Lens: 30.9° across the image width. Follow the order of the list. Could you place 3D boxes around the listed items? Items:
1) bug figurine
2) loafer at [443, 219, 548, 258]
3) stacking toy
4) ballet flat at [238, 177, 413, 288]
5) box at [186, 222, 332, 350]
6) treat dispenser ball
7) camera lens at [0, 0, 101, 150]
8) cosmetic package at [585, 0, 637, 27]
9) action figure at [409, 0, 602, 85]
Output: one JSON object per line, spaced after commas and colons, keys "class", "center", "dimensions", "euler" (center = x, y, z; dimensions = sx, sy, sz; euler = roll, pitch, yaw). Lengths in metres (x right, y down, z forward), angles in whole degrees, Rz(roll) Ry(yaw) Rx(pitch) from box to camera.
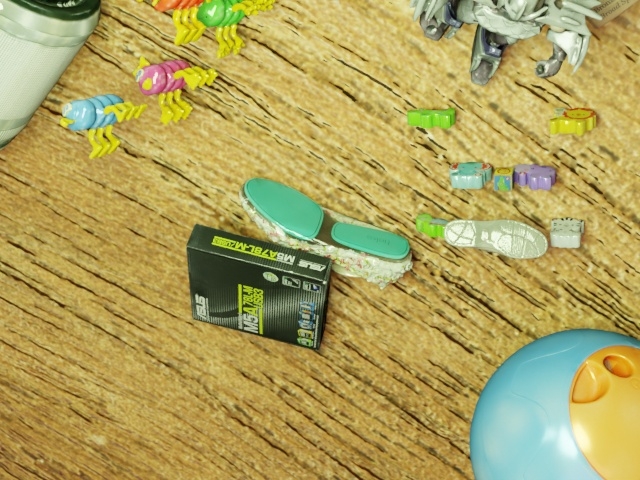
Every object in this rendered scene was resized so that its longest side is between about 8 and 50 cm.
{"class": "bug figurine", "center": [-0.179, -0.218, 1.336], "dimensions": [0.072, 0.216, 0.279], "euler": [50, 121, 11]}
{"class": "loafer", "center": [0.213, -0.004, 1.405], "dimensions": [0.125, 0.039, 0.045], "euler": [9, 88, 10]}
{"class": "stacking toy", "center": [0.219, -0.081, 1.407], "dimensions": [0.221, 0.052, 0.167], "euler": [4, 119, 15]}
{"class": "ballet flat", "center": [0.000, 0.000, 1.485], "dimensions": [0.241, 0.091, 0.077], "euler": [24, 135, 3]}
{"class": "box", "center": [-0.081, 0.065, 1.519], "dimensions": [0.184, 0.045, 0.190], "euler": [13, 147, 4]}
{"class": "treat dispenser ball", "center": [0.329, 0.251, 1.424], "dimensions": [0.288, 0.288, 0.288], "euler": [6, 120, 11]}
{"class": "camera lens", "center": [-0.407, -0.245, 1.368], "dimensions": [0.219, 0.219, 0.274], "euler": [39, 120, -9]}
{"class": "cosmetic package", "center": [0.235, -0.369, 1.141], "dimensions": [0.296, 0.129, 0.153], "euler": [34, 125, -30]}
{"class": "action figure", "center": [0.182, -0.228, 1.199], "dimensions": [0.185, 0.285, 0.099], "euler": [27, 92, -6]}
